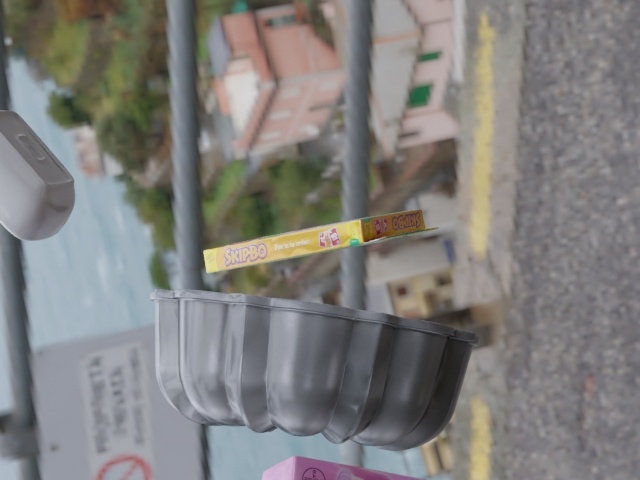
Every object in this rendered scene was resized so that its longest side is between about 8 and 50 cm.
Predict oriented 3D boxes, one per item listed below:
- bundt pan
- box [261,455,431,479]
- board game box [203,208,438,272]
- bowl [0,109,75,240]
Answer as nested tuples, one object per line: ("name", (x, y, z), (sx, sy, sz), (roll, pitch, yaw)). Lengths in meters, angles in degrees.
("bundt pan", (-0.013, 0.132, 1.511), (0.331, 0.330, 0.124), (170, 109, -71))
("box", (0.043, 0.428, 2.113), (0.117, 0.242, 0.214), (143, 137, -58))
("board game box", (0.000, 0.000, 1.787), (0.259, 0.124, 0.039), (-8, 92, 38))
("bowl", (-0.286, -0.069, 1.438), (0.142, 0.053, 0.142), (50, -170, 1))
